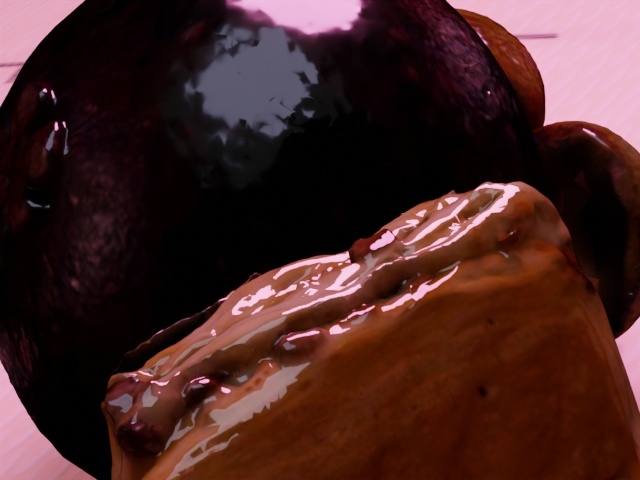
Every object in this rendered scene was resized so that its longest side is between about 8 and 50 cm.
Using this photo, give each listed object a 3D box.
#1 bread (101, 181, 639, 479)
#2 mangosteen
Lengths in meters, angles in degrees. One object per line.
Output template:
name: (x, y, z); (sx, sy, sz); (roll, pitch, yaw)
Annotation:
bread: (0.035, 0.164, 0.899); (0.277, 0.324, 0.167); (-29, 10, -27)
mangosteen: (0.000, 0.000, 1.152); (0.435, 0.382, 0.382); (10, 16, -31)
